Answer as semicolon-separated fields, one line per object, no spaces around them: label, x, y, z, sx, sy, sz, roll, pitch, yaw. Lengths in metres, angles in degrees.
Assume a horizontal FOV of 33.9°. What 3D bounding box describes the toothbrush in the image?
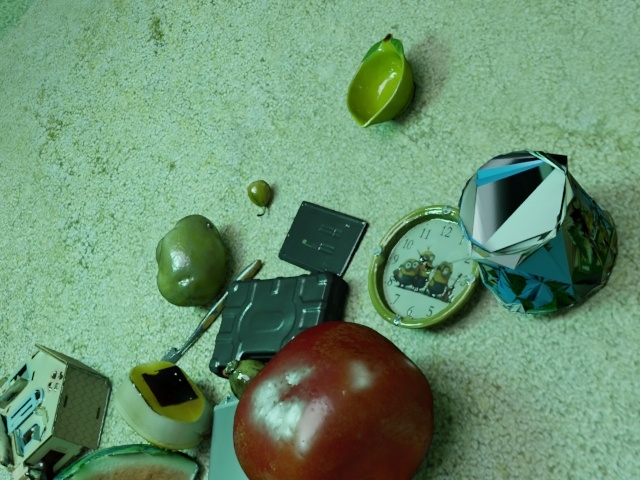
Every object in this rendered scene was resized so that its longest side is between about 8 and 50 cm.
toothbrush;-0.230;0.156;2.191;0.321;0.023;0.031;-46;46;13

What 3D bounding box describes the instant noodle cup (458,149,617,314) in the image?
instant noodle cup;0.325;-0.022;1.626;0.240;0.178;0.240;-14;58;24

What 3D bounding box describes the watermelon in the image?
watermelon;-0.447;0.508;2.044;0.319;0.222;0.292;10;78;46

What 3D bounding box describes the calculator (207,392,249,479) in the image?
calculator;-0.149;0.387;1.957;0.141;0.045;0.246;-21;53;34

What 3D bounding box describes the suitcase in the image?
suitcase;-0.084;0.166;2.014;0.285;0.066;0.206;-7;62;41

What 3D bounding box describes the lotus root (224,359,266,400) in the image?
lotus root;-0.096;0.277;1.908;0.080;0.179;0.089;-53;-2;-29

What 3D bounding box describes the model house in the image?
model house;-0.589;0.368;2.297;0.244;0.169;0.326;-41;44;15

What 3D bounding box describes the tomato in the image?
tomato;0.022;0.295;1.670;0.325;0.290;0.293;-46;39;2

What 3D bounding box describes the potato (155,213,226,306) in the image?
potato;-0.275;0.044;2.223;0.154;0.137;0.200;119;150;-45

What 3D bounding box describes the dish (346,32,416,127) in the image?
dish;0.133;-0.303;2.082;0.148;0.080;0.208;3;70;48

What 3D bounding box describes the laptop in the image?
laptop;0.000;0.000;2.072;0.197;0.016;0.135;20;82;48

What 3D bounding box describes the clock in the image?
clock;0.191;0.052;1.832;0.237;0.057;0.237;-21;55;32

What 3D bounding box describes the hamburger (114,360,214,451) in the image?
hamburger;-0.304;0.327;2.053;0.210;0.173;0.116;41;128;37

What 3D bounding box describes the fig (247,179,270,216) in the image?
fig;-0.129;-0.088;2.225;0.050;0.050;0.083;-24;62;32
